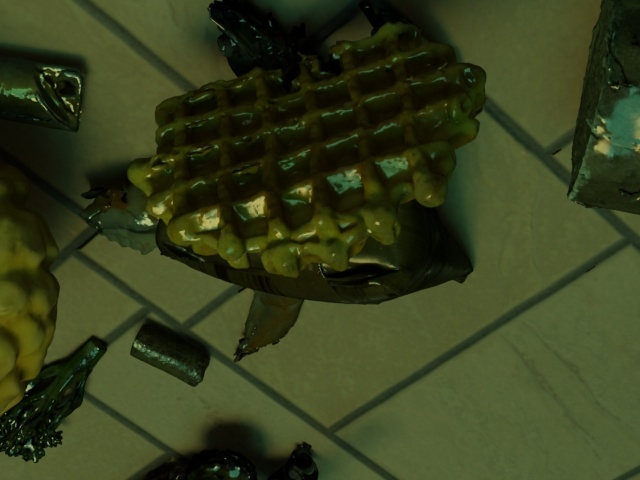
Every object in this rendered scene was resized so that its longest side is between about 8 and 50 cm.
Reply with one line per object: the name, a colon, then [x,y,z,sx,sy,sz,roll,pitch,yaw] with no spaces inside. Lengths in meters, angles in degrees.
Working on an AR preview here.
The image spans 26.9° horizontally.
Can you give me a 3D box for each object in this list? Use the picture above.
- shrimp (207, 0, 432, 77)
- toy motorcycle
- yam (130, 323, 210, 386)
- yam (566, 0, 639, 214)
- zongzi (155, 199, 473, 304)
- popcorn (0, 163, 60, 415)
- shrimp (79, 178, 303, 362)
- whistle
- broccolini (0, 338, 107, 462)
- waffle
shrimp: [0.026,-0.147,1.234,0.178,0.075,0.289,-27,123,20]
toy motorcycle: [-0.099,0.331,1.606,0.207,0.134,0.401,37,125,-24]
yam: [-0.169,0.128,1.501,0.094,0.043,0.043,28,127,-15]
yam: [0.390,-0.117,1.138,0.348,0.241,0.241,3,130,5]
zongzi: [0.000,0.000,1.316,0.260,0.123,0.289,6,176,17]
popcorn: [-0.420,0.031,1.268,0.349,0.381,0.349,-3,101,-15]
shrimp: [-0.097,0.012,1.396,0.185,0.068,0.287,-21,135,26]
whistle: [-0.386,-0.160,1.271,0.326,0.057,0.068,10,123,-4]
broccolini: [-0.319,0.186,1.550,0.091,0.068,0.202,39,124,-1]
waffle: [-0.008,-0.082,1.122,0.309,0.283,0.065,24,152,36]
